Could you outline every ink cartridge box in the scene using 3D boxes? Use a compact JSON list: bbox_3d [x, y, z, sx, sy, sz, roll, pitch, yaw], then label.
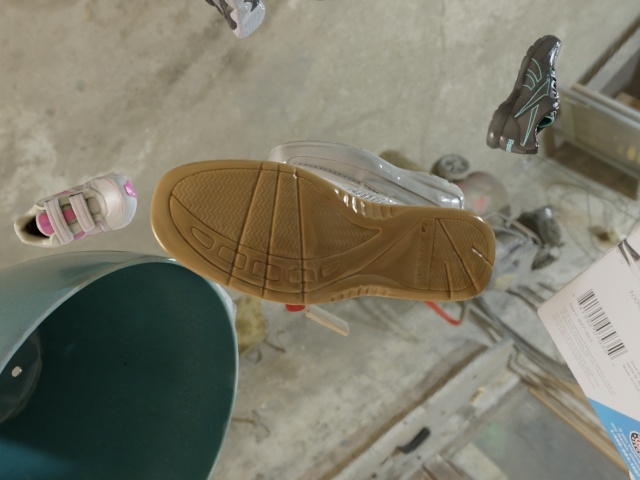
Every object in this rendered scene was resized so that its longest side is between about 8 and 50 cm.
[{"bbox_3d":[0.353,0.085,0.592,0.129,0.223,0.307,-19,160,-15],"label":"ink cartridge box"}]

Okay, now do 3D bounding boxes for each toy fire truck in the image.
[{"bbox_3d":[-0.021,0.081,1.515,0.217,0.159,0.246,-54,134,-58],"label":"toy fire truck"}]

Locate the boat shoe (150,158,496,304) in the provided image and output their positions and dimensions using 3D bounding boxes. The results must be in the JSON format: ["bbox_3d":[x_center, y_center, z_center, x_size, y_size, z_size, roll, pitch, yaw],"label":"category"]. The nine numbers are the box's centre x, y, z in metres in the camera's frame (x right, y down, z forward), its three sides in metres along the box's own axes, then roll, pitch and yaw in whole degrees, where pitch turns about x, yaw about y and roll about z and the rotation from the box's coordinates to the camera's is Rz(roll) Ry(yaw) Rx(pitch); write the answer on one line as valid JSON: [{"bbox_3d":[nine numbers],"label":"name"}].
[{"bbox_3d":[0.000,0.000,0.537,0.277,0.096,0.098,11,90,-24],"label":"boat shoe"}]

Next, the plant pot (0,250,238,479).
[{"bbox_3d":[-0.234,0.136,0.574,0.290,0.196,0.290,-33,129,-53],"label":"plant pot"}]

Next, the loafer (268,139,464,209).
[{"bbox_3d":[0.072,-0.064,1.018,0.320,0.112,0.111,15,72,-17],"label":"loafer"}]

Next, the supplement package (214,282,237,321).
[{"bbox_3d":[-0.240,0.152,1.355,0.179,0.105,0.105,72,23,-68],"label":"supplement package"}]

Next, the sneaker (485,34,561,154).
[{"bbox_3d":[0.425,-0.282,1.343,0.267,0.106,0.101,-62,157,-9],"label":"sneaker"}]

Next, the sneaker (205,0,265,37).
[{"bbox_3d":[-0.189,-0.524,1.346,0.101,0.153,0.268,-44,171,-15],"label":"sneaker"}]

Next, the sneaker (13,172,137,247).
[{"bbox_3d":[-0.436,-0.041,1.207,0.252,0.102,0.111,-22,-174,24],"label":"sneaker"}]

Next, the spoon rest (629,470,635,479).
[{"bbox_3d":[0.594,0.296,1.045,0.277,0.084,0.137,-24,125,-2],"label":"spoon rest"}]
